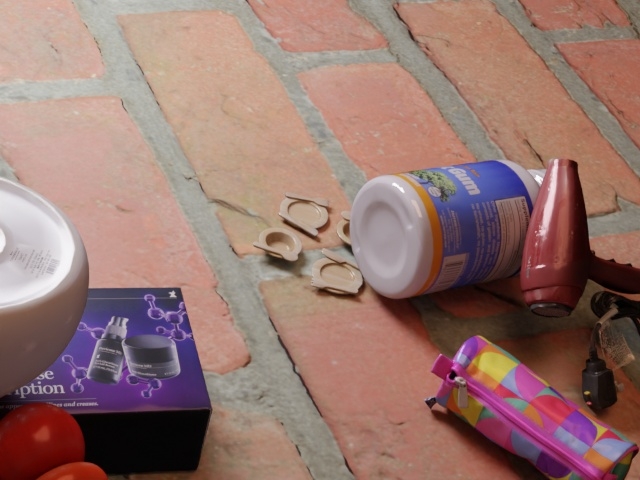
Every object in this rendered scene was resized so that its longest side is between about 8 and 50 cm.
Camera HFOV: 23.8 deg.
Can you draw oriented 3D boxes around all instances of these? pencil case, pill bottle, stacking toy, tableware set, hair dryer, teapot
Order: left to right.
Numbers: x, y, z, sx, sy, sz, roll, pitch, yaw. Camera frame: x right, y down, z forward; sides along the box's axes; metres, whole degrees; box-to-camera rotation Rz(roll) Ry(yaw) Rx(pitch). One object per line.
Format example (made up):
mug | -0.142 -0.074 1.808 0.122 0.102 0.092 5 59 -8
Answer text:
teapot | -0.341 0.064 1.418 0.256 0.187 0.252 -14 47 -37
stacking toy | -0.209 0.285 1.371 0.141 0.141 0.330 -16 56 -34
tableware set | 0.000 0.000 1.898 0.141 0.020 0.169 22 40 6
pill bottle | 0.185 -0.021 1.881 0.272 0.152 0.152 -10 47 -34
pencil case | 0.234 0.202 1.690 0.236 0.104 0.104 33 42 19
hair dryer | 0.327 0.040 1.843 0.223 0.080 0.294 -32 104 -43

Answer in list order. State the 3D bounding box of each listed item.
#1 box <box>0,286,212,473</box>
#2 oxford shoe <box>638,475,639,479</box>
box | -0.262 0.144 1.576 0.261 0.103 0.184 0 40 -20
oxford shoe | 0.465 0.222 1.708 0.130 0.123 0.348 10 44 29
